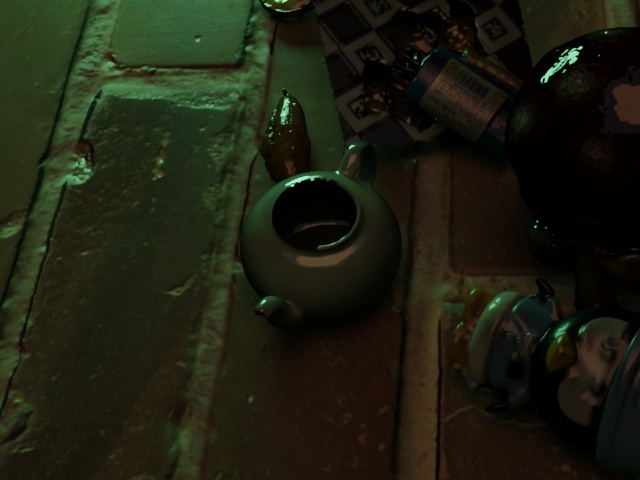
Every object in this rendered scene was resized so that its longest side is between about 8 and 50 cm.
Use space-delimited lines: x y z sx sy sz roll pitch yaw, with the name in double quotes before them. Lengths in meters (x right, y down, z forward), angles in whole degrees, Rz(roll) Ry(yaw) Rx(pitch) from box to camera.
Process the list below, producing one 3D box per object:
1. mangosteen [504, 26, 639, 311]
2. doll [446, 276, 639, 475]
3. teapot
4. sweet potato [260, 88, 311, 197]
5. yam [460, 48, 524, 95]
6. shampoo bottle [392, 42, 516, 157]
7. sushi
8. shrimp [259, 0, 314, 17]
"mangosteen" 0.338 -0.095 1.283 0.293 0.297 0.297 -39 54 17
"doll" 0.290 0.143 1.205 0.314 0.141 0.177 19 80 26
"teapot" 0.000 0.000 1.346 0.193 0.129 0.294 18 59 18
"sweet potato" -0.045 -0.133 1.490 0.068 0.060 0.205 -9 46 11
"yam" 0.245 -0.204 1.486 0.145 0.032 0.032 33 63 4
"shampoo bottle" 0.177 -0.187 1.456 0.183 0.050 0.087 35 71 6
"sushi" 0.138 -0.251 1.537 0.294 0.059 0.292 -6 69 -11
"shrimp" -0.016 -0.391 1.684 0.178 0.034 0.124 -37 52 -12
